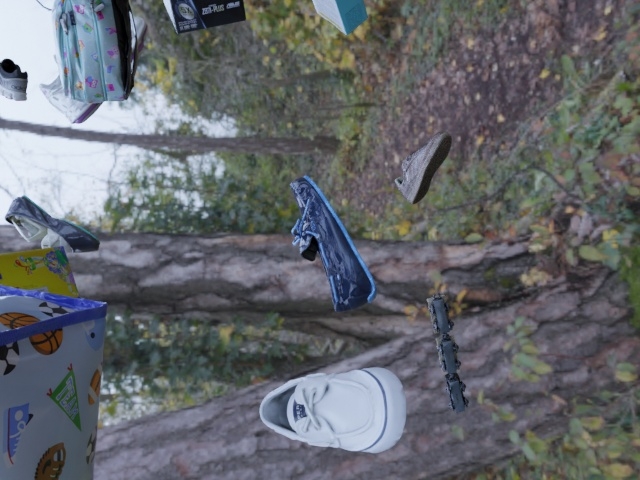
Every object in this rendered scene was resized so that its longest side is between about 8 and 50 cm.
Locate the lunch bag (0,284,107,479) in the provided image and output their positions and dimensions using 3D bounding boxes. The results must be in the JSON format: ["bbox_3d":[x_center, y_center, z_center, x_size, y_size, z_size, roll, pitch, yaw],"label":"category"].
[{"bbox_3d":[-0.418,0.229,0.615,0.385,0.238,0.328,-23,-63,-75],"label":"lunch bag"}]

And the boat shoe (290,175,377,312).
[{"bbox_3d":[0.000,0.000,1.036,0.258,0.089,0.109,60,178,32],"label":"boat shoe"}]

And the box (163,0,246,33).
[{"bbox_3d":[-0.252,-0.515,1.306,0.180,0.147,0.078,-117,16,-47],"label":"box"}]

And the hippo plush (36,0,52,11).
[{"bbox_3d":[-0.440,-0.458,0.815,0.236,0.294,0.234,-38,49,28],"label":"hippo plush"}]

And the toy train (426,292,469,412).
[{"bbox_3d":[0.161,0.140,0.787,0.036,0.027,0.158,-77,-25,-78],"label":"toy train"}]

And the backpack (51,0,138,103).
[{"bbox_3d":[-0.330,-0.293,0.909,0.152,0.115,0.182,-128,35,-72],"label":"backpack"}]

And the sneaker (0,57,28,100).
[{"bbox_3d":[-0.695,-0.365,1.354,0.063,0.170,0.075,-6,-56,-64],"label":"sneaker"}]

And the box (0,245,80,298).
[{"bbox_3d":[-0.598,0.146,1.015,0.290,0.279,0.177,-12,-98,-63],"label":"box"}]

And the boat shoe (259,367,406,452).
[{"bbox_3d":[0.004,0.201,0.722,0.258,0.084,0.095,-37,54,57],"label":"boat shoe"}]

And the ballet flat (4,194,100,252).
[{"bbox_3d":[-0.509,-0.015,1.165,0.074,0.203,0.074,-56,-15,-24],"label":"ballet flat"}]

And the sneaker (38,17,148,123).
[{"bbox_3d":[-0.536,-0.430,1.479,0.305,0.152,0.114,-52,15,-8],"label":"sneaker"}]

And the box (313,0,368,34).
[{"bbox_3d":[0.012,-0.500,1.139,0.100,0.060,0.244,46,175,29],"label":"box"}]

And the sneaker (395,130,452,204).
[{"bbox_3d":[0.194,-0.152,1.236,0.071,0.066,0.188,45,142,21],"label":"sneaker"}]
